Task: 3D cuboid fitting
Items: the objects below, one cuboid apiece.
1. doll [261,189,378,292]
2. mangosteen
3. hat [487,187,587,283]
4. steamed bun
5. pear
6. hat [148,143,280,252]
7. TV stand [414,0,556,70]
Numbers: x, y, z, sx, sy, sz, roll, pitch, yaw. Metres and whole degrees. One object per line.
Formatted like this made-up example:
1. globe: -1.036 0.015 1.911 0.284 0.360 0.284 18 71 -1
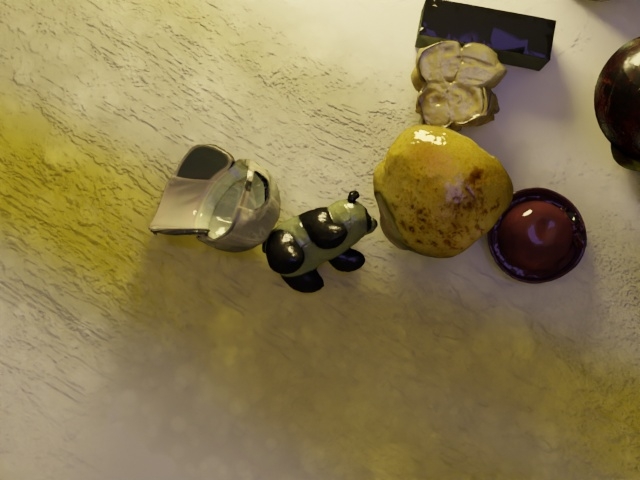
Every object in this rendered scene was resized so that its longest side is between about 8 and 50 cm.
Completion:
1. doll: -0.002 0.000 1.592 0.234 0.143 0.135 -26 56 6
2. mangosteen: 0.690 -0.259 1.553 0.330 0.330 0.330 0 84 -1
3. hat: 0.437 -0.011 1.625 0.206 0.089 0.205 0 84 -2
4. steamed bun: 0.281 -0.310 1.647 0.192 0.106 0.177 -11 89 7
5. pear: 0.229 -0.100 1.549 0.271 0.271 0.271 0 84 -1
6. hat: -0.208 -0.062 1.591 0.275 0.161 0.232 -2 48 20
7. TV stand: 0.335 -0.423 1.669 0.270 0.083 0.088 10 85 1
